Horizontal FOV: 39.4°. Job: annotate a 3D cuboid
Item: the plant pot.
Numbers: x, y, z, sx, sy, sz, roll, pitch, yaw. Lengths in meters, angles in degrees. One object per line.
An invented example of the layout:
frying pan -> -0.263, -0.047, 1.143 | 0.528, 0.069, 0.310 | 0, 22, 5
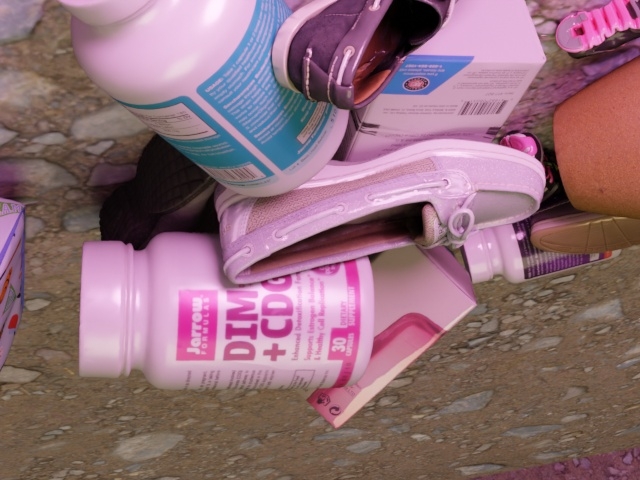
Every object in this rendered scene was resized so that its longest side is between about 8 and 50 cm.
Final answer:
plant pot -> 0.379, -0.114, 0.916 | 0.254, 0.237, 0.237 | -10, 157, 28

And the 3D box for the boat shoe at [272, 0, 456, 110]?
boat shoe -> 0.071, -0.177, 0.674 | 0.233, 0.079, 0.084 | -42, 137, -23

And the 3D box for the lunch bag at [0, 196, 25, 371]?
lunch bag -> -0.385, 0.087, 0.922 | 0.115, 0.243, 0.303 | 20, 146, -9

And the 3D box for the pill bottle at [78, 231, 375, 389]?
pill bottle -> -0.099, 0.072, 0.912 | 0.283, 0.160, 0.160 | 1, 150, -14

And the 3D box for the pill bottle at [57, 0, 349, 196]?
pill bottle -> -0.089, -0.146, 0.690 | 0.146, 0.146, 0.264 | -22, 152, 16

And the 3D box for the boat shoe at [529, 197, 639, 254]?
boat shoe -> 0.386, -0.055, 1.053 | 0.285, 0.092, 0.103 | -15, 154, 18

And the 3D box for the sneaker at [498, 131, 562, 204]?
sneaker -> 0.252, -0.083, 1.055 | 0.075, 0.063, 0.170 | -13, 158, 1

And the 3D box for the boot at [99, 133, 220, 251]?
boot -> -0.119, -0.048, 0.955 | 0.161, 0.083, 0.246 | 3, 157, -37

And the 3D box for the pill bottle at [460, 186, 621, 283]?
pill bottle -> 0.281, -0.006, 1.163 | 0.193, 0.108, 0.108 | -15, 153, 3

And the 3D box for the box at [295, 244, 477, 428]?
box -> 0.063, 0.092, 1.098 | 0.232, 0.127, 0.148 | -43, -174, 14

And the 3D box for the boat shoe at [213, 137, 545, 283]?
boat shoe -> 0.062, -0.022, 0.852 | 0.320, 0.103, 0.118 | -4, 152, -9

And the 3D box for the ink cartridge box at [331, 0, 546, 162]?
ink cartridge box -> 0.098, -0.138, 0.852 | 0.148, 0.086, 0.203 | -3, 152, -17

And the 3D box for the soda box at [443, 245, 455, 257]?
soda box -> 0.095, 0.076, 1.280 | 0.210, 0.067, 0.071 | -24, 151, 21

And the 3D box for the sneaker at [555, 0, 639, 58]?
sneaker -> 0.290, -0.206, 0.862 | 0.119, 0.047, 0.057 | -15, 160, 19
